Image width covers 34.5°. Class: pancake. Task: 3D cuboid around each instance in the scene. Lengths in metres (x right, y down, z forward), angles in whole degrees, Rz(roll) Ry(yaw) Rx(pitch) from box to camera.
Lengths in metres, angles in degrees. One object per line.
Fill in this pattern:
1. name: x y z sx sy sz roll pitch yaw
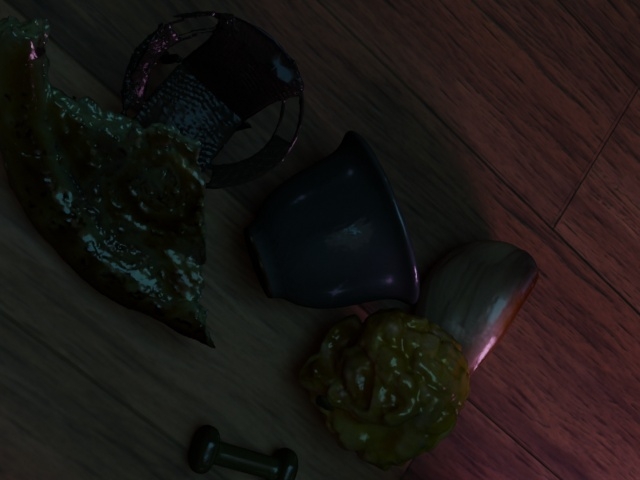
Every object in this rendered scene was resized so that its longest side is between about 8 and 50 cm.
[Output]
1. pancake: -0.200 -0.046 0.996 0.197 0.054 0.377 -29 111 18

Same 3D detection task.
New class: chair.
1. chair: -0.121 -0.127 1.020 0.174 0.213 0.149 43 64 -16

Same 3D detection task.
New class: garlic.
1. garlic: 0.170 0.079 1.212 0.115 0.128 0.207 32 79 2

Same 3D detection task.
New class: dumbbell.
1. dumbbell: -0.082 0.236 1.104 0.117 0.046 0.052 20 84 -23

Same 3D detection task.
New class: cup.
1. cup: 0.000 0.000 1.101 0.150 0.199 0.199 -20 96 -8

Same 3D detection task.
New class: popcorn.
1. popcorn: 0.073 0.157 1.125 0.170 0.180 0.180 0 87 -56
